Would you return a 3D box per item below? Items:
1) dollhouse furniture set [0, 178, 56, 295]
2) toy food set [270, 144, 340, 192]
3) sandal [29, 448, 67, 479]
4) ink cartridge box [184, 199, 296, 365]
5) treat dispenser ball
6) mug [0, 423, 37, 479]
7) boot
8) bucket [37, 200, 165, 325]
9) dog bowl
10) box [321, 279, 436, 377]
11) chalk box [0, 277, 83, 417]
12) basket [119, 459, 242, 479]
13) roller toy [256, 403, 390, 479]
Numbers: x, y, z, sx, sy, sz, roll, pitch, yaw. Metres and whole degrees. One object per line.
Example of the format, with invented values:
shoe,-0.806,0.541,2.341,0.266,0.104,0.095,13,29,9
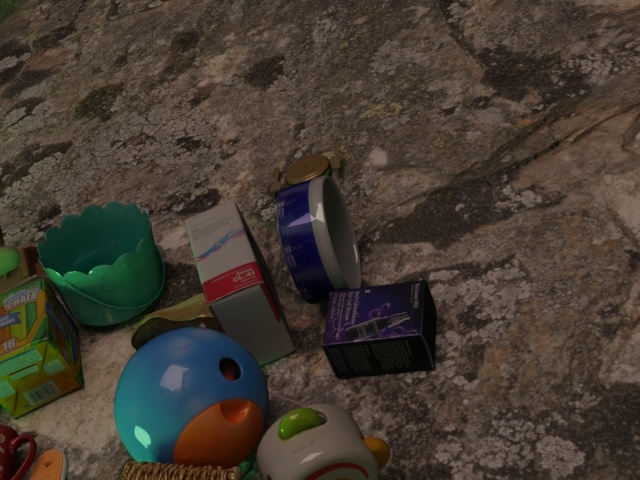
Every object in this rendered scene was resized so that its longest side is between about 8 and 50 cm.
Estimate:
dollhouse furniture set,-0.774,-0.043,2.303,0.257,0.394,0.362,-28,40,-7
toy food set,-0.031,-0.173,2.389,0.192,0.038,0.132,-18,32,13
sandal,-0.564,0.509,1.834,0.102,0.076,0.265,-18,40,6
ink cartridge box,-0.175,0.093,2.003,0.131,0.226,0.306,-23,40,1
treat dispenser ball,-0.240,0.306,1.744,0.288,0.288,0.288,-13,40,11
mug,-0.667,0.465,1.898,0.150,0.113,0.169,-38,38,23
boot,-0.311,0.246,2.001,0.248,0.090,0.206,-31,53,27
bucket,-0.509,0.057,2.205,0.281,0.183,0.281,-7,37,6
dog bowl,0.000,0.000,1.995,0.104,0.265,0.264,-15,40,14
box,0.121,0.177,1.862,0.207,0.108,0.153,-9,41,16
chalk box,-0.671,0.221,2.128,0.180,0.179,0.289,-24,40,-3
basket,-0.241,0.542,1.542,0.223,0.213,0.299,-1,43,19
roller toy,-0.001,0.395,1.613,0.191,0.209,0.146,-58,36,19
